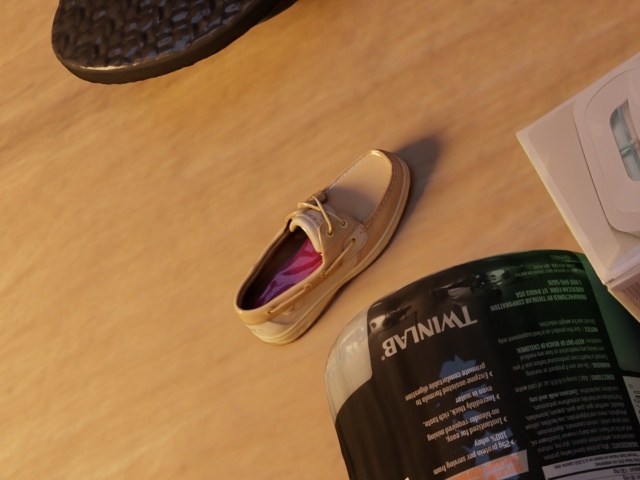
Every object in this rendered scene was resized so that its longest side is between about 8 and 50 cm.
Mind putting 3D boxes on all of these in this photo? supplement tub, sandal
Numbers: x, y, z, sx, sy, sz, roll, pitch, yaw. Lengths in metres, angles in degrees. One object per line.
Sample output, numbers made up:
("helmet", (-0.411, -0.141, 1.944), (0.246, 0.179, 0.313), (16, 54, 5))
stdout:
("supplement tub", (0.137, 0.193, 1.146), (0.207, 0.207, 0.338), (-25, 62, 18))
("sandal", (-0.021, -0.265, 1.520), (0.446, 0.107, 0.167), (-45, 53, -11))

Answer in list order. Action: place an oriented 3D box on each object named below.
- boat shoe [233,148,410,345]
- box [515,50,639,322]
("boat shoe", (0.000, 0.000, 1.403), (0.063, 0.059, 0.170), (35, 88, 35))
("box", (0.282, -0.031, 1.138), (0.231, 0.262, 0.127), (-35, 56, 12))
